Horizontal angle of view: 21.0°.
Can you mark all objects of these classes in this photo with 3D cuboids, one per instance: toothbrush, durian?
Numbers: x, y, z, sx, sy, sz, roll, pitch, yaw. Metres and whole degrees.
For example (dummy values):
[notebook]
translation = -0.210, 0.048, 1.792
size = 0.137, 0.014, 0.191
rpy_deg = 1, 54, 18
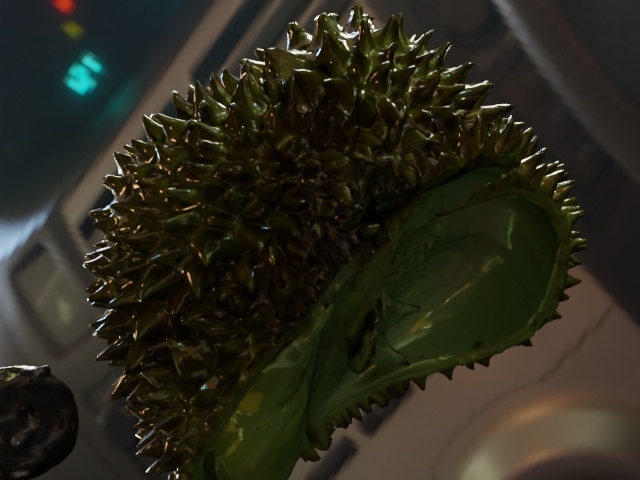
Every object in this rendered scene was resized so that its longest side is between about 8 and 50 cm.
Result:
[toothbrush]
translation = -0.166, 0.072, 0.666
size = 0.041, 0.041, 0.364
rpy_deg = -62, 20, -19
[durian]
translation = -0.003, 0.001, 0.801
size = 0.237, 0.176, 0.200
rpy_deg = -37, -16, 15
